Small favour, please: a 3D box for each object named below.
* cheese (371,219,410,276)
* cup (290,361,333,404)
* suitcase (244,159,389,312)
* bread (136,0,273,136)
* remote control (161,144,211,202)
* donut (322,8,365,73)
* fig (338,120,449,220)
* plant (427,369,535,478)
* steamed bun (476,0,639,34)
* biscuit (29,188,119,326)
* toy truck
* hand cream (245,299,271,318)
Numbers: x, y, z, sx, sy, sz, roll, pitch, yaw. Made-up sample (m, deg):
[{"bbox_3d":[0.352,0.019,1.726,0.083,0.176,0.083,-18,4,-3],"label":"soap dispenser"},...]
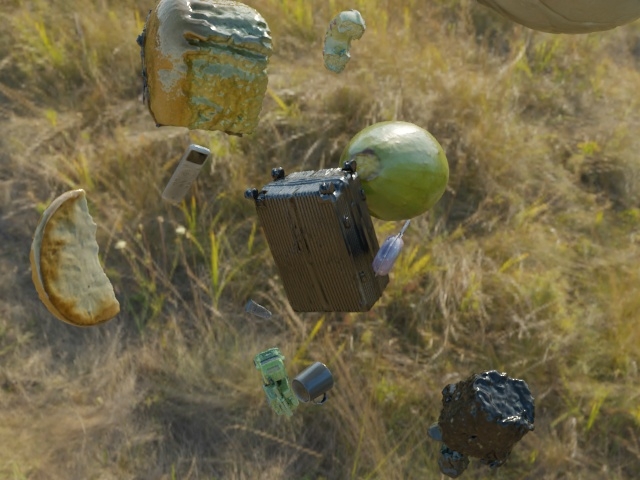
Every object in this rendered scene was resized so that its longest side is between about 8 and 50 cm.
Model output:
[{"bbox_3d":[0.153,0.021,1.670,0.042,0.105,0.191,29,29,6],"label":"cheese"},{"bbox_3d":[-0.018,0.355,1.863,0.077,0.100,0.078,-30,16,-36],"label":"cup"},{"bbox_3d":[0.000,0.000,1.764,0.230,0.335,0.152,-2,27,32],"label":"suitcase"},{"bbox_3d":[-0.190,-0.307,1.260,0.204,0.162,0.262,1,68,-22],"label":"bread"},{"bbox_3d":[-0.403,-0.193,2.304,0.067,0.261,0.029,15,50,-25],"label":"remote control"},{"bbox_3d":[0.052,-0.507,1.915,0.065,0.166,0.108,7,52,-20],"label":"donut"},{"bbox_3d":[0.167,-0.178,1.911,0.258,0.258,0.326,28,12,30],"label":"fig"},{"bbox_3d":[0.262,0.307,1.296,0.131,0.203,0.142,27,52,-12],"label":"plant"},{"bbox_3d":[0.286,-0.436,1.058,0.247,0.236,0.383,10,55,-46],"label":"steamed bun"},{"bbox_3d":[-0.544,0.057,1.679,0.040,0.309,0.204,-2,20,27],"label":"biscuit"},{"bbox_3d":[-0.105,0.360,1.921,0.077,0.169,0.100,-19,23,-10],"label":"toy truck"},{"bbox_3d":[-0.150,0.173,1.901,0.019,0.093,0.030,23,83,37],"label":"hand cream"}]
